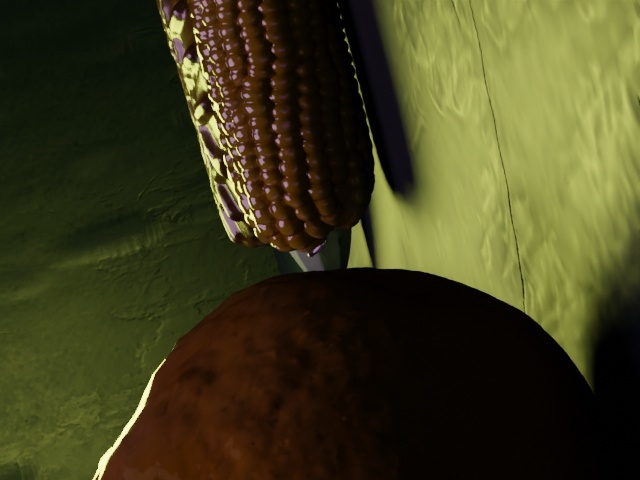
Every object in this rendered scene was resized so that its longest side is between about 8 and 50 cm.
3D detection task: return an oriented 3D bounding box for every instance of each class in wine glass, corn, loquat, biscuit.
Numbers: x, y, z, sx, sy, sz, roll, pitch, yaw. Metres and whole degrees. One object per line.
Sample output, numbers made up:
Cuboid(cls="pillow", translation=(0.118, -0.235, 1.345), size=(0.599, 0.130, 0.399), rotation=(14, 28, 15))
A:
Cuboid(cls="wine glass", translation=(0.000, 0.000, 1.235), size=(0.155, 0.073, 0.073), rotation=(74, 176, -47))
Cuboid(cls="corn", translation=(-0.030, -0.126, 0.969), size=(0.101, 0.102, 0.310), rotation=(-119, 16, -72))
Cuboid(cls="loquat", translation=(0.016, 0.111, 0.578), size=(0.208, 0.208, 0.208), rotation=(164, 90, -86))
Cuboid(cls="biscuit", translation=(-0.086, -0.149, 1.555), size=(0.332, 0.103, 0.332), rotation=(163, 90, -85))
